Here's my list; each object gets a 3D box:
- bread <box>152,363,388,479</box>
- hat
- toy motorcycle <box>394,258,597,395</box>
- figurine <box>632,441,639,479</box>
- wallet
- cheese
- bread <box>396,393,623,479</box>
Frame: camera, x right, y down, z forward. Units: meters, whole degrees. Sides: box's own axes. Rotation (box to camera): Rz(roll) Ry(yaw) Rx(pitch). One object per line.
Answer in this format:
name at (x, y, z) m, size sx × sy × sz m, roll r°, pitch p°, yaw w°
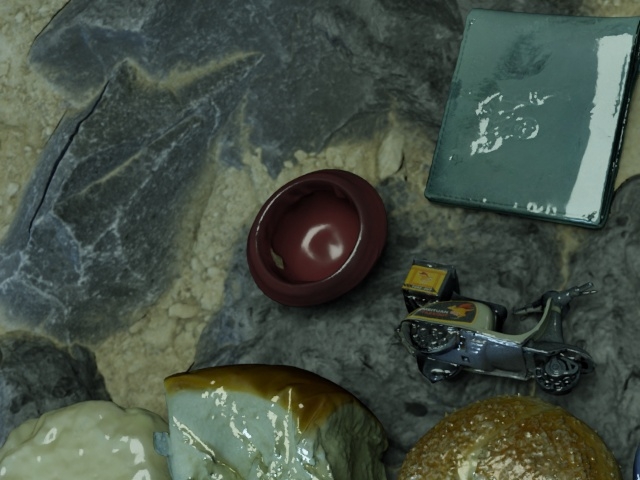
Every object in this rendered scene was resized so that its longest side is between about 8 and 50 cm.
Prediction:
bread at (-0.062, 0.264, 1.656) m, size 0.279 × 0.250 × 0.225 m, roll 8°, pitch 78°, yaw 25°
hat at (0.000, 0.000, 1.815) m, size 0.205 × 0.089 × 0.205 m, roll -9°, pitch 68°, yaw 23°
toy motorcycle at (0.220, 0.111, 1.680) m, size 0.263 × 0.091 × 0.157 m, roll 10°, pitch 52°, yaw 23°
figurine at (0.423, 0.318, 1.491) m, size 0.175 × 0.197 × 0.265 m, roll 12°, pitch 86°, yaw 21°
wallet at (0.284, -0.170, 1.790) m, size 0.251 × 0.054 × 0.290 m, roll 11°, pitch 81°, yaw 27°
cheese at (-0.311, 0.372, 1.788) m, size 0.318 × 0.115 × 0.326 m, roll -29°, pitch 66°, yaw 9°
bread at (0.211, 0.327, 1.582) m, size 0.306 × 0.159 × 0.305 m, roll -9°, pitch 69°, yaw 23°
